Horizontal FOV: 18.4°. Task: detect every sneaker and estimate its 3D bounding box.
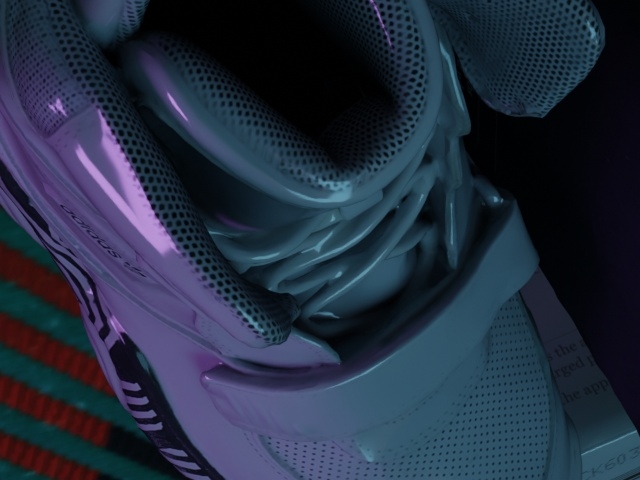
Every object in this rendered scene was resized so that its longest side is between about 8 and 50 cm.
[{"bbox_3d":[0.000,0.000,0.570,0.137,0.210,0.366,-41,117,-11],"label":"sneaker"}]

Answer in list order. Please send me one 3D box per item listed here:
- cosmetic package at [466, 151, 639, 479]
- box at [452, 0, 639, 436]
[{"bbox_3d":[0.051,0.054,0.834,0.151,0.183,0.151,-23,148,-8],"label":"cosmetic package"},{"bbox_3d":[0.148,-0.111,0.553,0.179,0.312,0.343,-20,148,-11],"label":"box"}]
